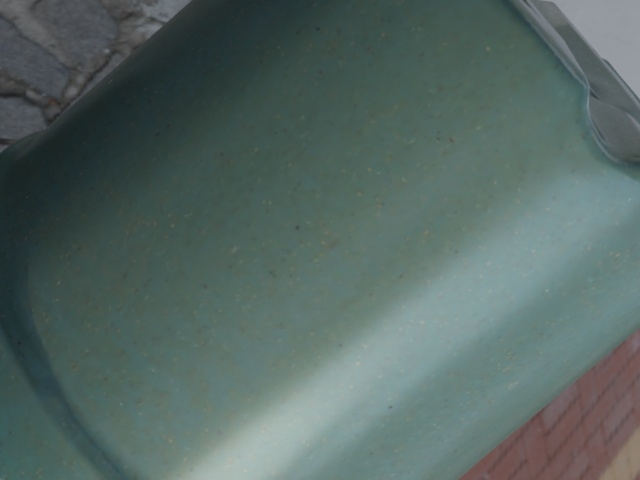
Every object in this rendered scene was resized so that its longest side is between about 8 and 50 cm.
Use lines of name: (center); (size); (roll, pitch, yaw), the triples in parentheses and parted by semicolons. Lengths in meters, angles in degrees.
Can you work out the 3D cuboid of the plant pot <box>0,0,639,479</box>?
plant pot: (0.000, 0.000, 0.505); (0.334, 0.341, 0.341); (-42, 137, 22)
